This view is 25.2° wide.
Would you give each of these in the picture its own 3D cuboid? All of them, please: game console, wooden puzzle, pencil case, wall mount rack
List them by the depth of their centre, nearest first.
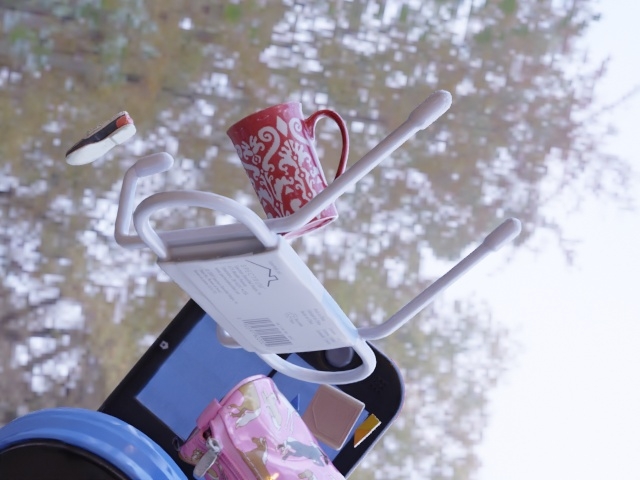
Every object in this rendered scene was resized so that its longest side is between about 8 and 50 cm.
[{"bbox_3d":[0.000,0.000,1.269,0.304,0.350,0.130,-7,-122,23],"label":"wall mount rack"},{"bbox_3d":[-0.018,0.355,1.767,0.386,0.167,0.160,52,-32,11],"label":"pencil case"},{"bbox_3d":[0.014,0.232,1.887,0.116,0.014,0.078,34,-102,20],"label":"wooden puzzle"},{"bbox_3d":[-0.107,0.248,2.053,0.386,0.342,0.060,-50,175,-4],"label":"game console"}]

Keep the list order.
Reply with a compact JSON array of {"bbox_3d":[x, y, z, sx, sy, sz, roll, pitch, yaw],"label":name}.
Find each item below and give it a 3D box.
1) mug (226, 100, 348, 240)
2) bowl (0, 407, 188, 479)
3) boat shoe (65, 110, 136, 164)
[{"bbox_3d":[-0.034,-0.100,1.975,0.150,0.113,0.169,-25,-98,28],"label":"mug"},{"bbox_3d":[-0.336,0.423,1.972,0.391,0.077,0.391,6,-73,20],"label":"bowl"},{"bbox_3d":[-0.391,-0.180,2.523,0.043,0.137,0.049,61,2,28],"label":"boat shoe"}]
